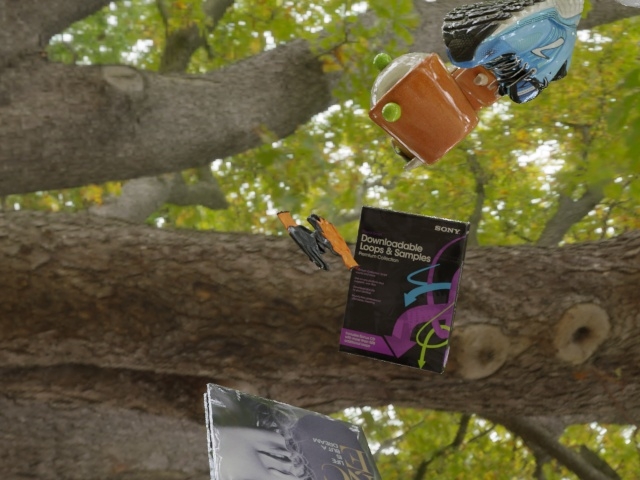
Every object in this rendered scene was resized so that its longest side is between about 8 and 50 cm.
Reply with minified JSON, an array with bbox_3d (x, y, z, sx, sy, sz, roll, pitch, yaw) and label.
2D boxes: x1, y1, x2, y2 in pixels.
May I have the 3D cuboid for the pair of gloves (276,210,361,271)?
[{"bbox_3d":[0.000,0.000,0.774,0.010,0.083,0.074,-47,-113,24],"label":"pair of gloves"}]

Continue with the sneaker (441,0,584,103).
[{"bbox_3d":[0.140,-0.130,0.561,0.063,0.162,0.073,6,-72,39],"label":"sneaker"}]

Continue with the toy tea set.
[{"bbox_3d":[0.137,-0.185,0.946,0.200,0.336,0.124,-42,-88,1],"label":"toy tea set"}]

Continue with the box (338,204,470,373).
[{"bbox_3d":[0.088,0.050,0.867,0.116,0.029,0.162,10,-85,16],"label":"box"}]

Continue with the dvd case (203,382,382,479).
[{"bbox_3d":[-0.016,0.204,0.692,0.221,0.164,0.018,-115,-133,-66],"label":"dvd case"}]

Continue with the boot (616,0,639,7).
[{"bbox_3d":[0.313,-0.243,0.571,0.258,0.123,0.095,126,-31,-78],"label":"boot"}]
